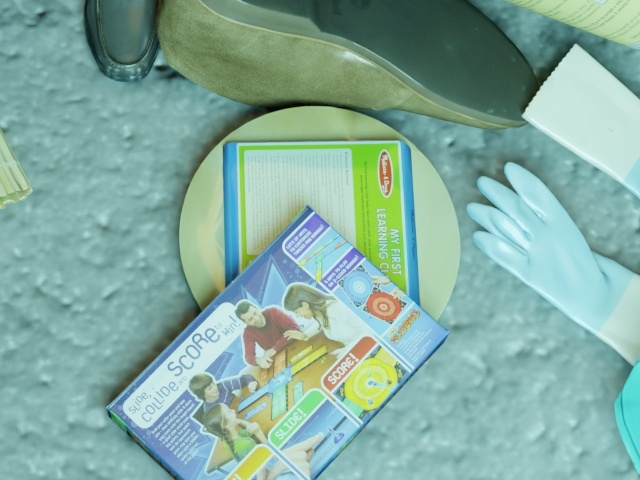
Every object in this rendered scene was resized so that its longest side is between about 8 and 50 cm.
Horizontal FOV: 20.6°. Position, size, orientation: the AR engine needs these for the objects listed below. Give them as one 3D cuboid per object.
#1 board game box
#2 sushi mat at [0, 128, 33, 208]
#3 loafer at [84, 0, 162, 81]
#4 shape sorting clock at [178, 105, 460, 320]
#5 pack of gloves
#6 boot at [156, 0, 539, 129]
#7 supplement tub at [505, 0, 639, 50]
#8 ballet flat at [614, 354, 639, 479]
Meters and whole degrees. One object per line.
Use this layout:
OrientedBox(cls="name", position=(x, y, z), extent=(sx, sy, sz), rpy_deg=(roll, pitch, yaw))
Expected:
OrientedBox(cls="board game box", position=(-0.028, 0.092, 1.205), extent=(0.136, 0.035, 0.201), rpy_deg=(43, 75, 9))
OrientedBox(cls="sushi mat", position=(-0.346, -0.132, 1.298), extent=(0.151, 0.019, 0.317), rpy_deg=(-24, 69, -19))
OrientedBox(cls="loafer", position=(-0.148, -0.202, 1.344), extent=(0.062, 0.061, 0.170), rpy_deg=(1, 64, -10))
OrientedBox(cls="shape sorting clock", position=(0.000, 0.000, 1.277), extent=(0.206, 0.040, 0.206), rpy_deg=(1, 72, -3))
OrientedBox(cls="pack of gloves", position=(0.228, -0.006, 1.330), extent=(0.232, 0.046, 0.195), rpy_deg=(38, 62, -1))
OrientedBox(cls="boot", position=(0.022, -0.142, 1.332), extent=(0.305, 0.115, 0.112), rpy_deg=(18, 49, -21))
OrientedBox(cls="supplement tub", position=(0.192, -0.288, 1.320), extent=(0.331, 0.241, 0.241), rpy_deg=(18, 61, -12))
OrientedBox(cls="ballet flat", position=(0.363, 0.223, 1.196), extent=(0.147, 0.147, 0.409), rpy_deg=(-34, 76, -23))
